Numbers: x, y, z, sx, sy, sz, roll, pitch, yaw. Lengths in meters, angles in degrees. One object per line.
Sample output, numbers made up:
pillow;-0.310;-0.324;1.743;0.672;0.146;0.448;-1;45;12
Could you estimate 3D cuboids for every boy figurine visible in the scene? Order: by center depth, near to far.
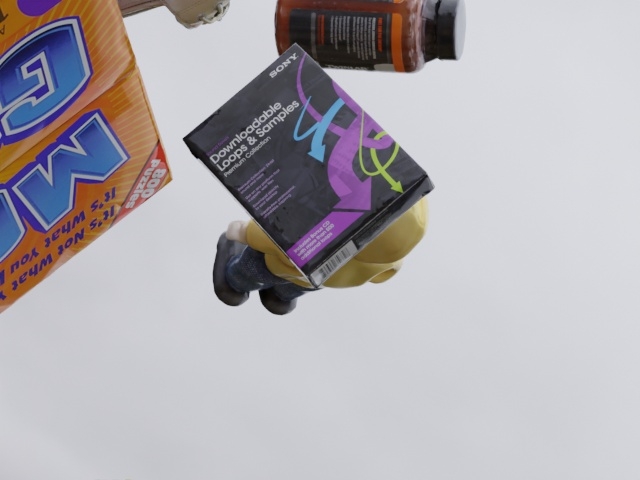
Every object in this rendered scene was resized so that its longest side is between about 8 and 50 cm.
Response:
boy figurine;0.000;0.000;1.810;0.177;0.092;0.285;12;-22;-28

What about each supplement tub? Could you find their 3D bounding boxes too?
supplement tub;0.055;-0.234;2.069;0.198;0.106;0.106;5;-27;14

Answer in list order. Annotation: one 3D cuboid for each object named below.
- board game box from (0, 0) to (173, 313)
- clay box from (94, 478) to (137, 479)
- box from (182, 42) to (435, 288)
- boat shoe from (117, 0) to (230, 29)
board game box;-0.391;-0.142;1.558;0.356;0.356;0.356;44;-17;25
clay box;-0.106;0.291;1.740;0.222;0.053;0.127;5;-67;5
box;-0.011;-0.057;1.406;0.162;0.116;0.029;46;-6;30
boat shoe;-0.120;-0.251;1.799;0.302;0.103;0.113;-5;4;11
